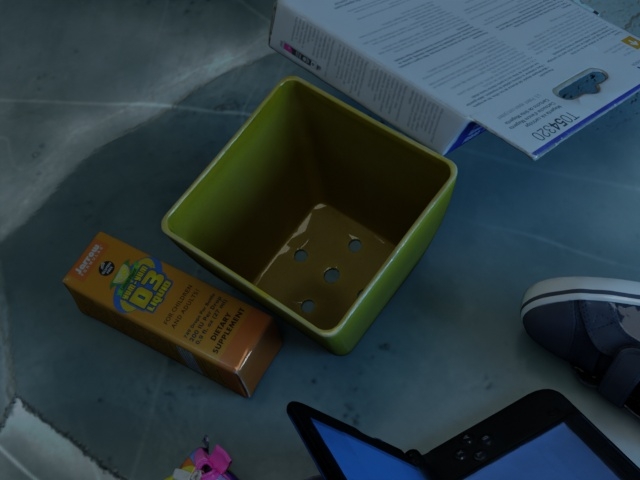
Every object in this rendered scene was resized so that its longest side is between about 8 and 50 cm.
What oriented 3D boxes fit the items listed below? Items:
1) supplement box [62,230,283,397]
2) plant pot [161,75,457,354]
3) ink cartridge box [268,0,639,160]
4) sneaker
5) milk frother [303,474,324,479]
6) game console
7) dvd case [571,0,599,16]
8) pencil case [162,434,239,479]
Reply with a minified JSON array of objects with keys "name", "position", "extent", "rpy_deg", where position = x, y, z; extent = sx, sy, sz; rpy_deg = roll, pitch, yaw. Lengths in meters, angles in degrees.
[{"name":"supplement box","position":[-0.160,0.078,1.110],"extent":[0.233,0.080,0.078],"rpy_deg":[23,67,21]},{"name":"plant pot","position":[0.000,0.000,1.061],"extent":[0.212,0.187,0.212],"rpy_deg":[32,72,22]},{"name":"ink cartridge box","position":[0.170,-0.201,1.108],"extent":[0.330,0.071,0.324],"rpy_deg":[38,45,24]},{"name":"sneaker","position":[0.342,0.129,0.978],"extent":[0.321,0.126,0.127],"rpy_deg":[13,61,13]},{"name":"milk frother","position":[-0.017,0.283,0.952],"extent":[0.143,0.135,0.129],"rpy_deg":[-12,32,0]},{"name":"game console","position":[0.147,0.206,0.874],"extent":[0.250,0.173,0.293],"rpy_deg":[-29,29,-7]},{"name":"dvd case","position":[0.266,-0.280,1.256],"extent":[0.087,0.013,0.119],"rpy_deg":[-41,66,-12]},{"name":"pencil case","position":[-0.168,0.297,0.991],"extent":[0.236,0.104,0.104],"rpy_deg":[-40,65,-10]}]
